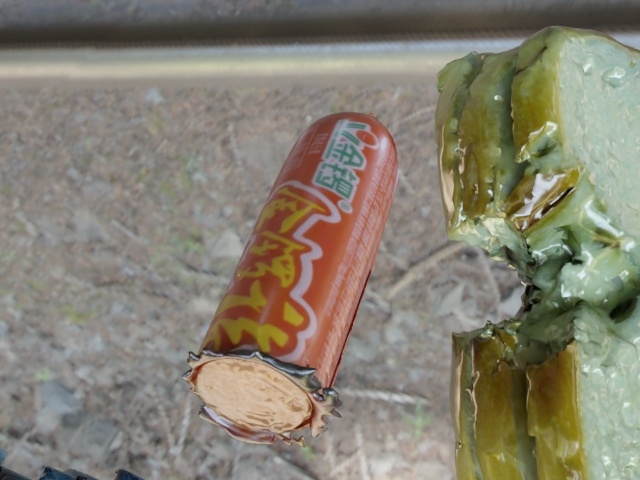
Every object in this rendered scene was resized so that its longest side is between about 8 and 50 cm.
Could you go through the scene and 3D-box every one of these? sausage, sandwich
[{"bbox_3d":[0.000,0.000,0.406,0.048,0.145,0.050,39,132,-15],"label":"sausage"},{"bbox_3d":[0.168,0.036,0.653,0.249,0.273,0.095,11,162,-41],"label":"sandwich"}]

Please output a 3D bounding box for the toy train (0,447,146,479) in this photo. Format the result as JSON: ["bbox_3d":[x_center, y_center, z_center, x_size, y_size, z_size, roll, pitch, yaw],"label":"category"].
[{"bbox_3d":[-0.196,0.217,0.758,0.300,0.188,0.265,20,161,19],"label":"toy train"}]
